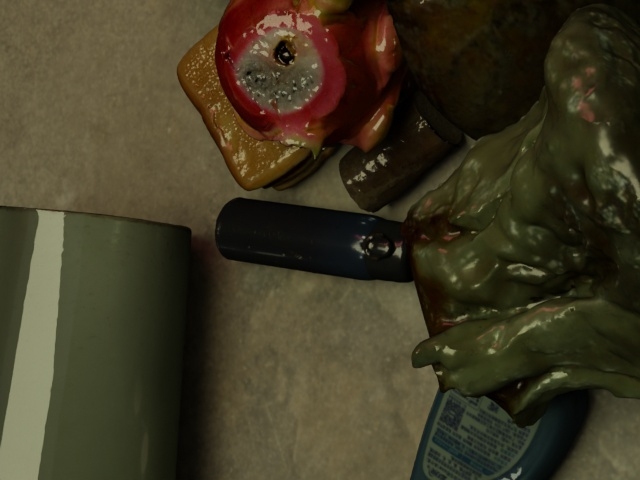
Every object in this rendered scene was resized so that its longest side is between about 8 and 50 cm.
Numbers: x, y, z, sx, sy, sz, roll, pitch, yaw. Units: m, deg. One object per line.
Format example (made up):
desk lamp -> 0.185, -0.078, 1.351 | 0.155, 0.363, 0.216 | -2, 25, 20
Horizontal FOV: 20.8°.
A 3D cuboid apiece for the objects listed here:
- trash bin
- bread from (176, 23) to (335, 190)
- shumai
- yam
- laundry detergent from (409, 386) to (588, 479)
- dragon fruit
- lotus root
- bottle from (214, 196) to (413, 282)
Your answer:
trash bin -> -0.285, 0.188, 1.947 | 0.280, 0.280, 0.432 | 4, 86, 33
bread -> -0.071, -0.152, 1.945 | 0.116, 0.077, 0.200 | -41, 65, 24
shumai -> 0.230, 0.013, 1.568 | 0.323, 0.324, 0.397 | -26, 115, 24
yam -> 0.083, -0.096, 1.841 | 0.127, 0.084, 0.084 | -38, 68, 25
laundry detergent -> 0.156, 0.246, 1.772 | 0.143, 0.094, 0.290 | 29, 106, 24
dragon fruit -> 0.002, -0.194, 1.789 | 0.224, 0.227, 0.224 | 9, 118, 17
lotus root -> 0.207, -0.199, 1.655 | 0.142, 0.314, 0.210 | 0, 69, 43
bottle -> 0.000, 0.000, 1.887 | 0.244, 0.082, 0.072 | 8, 85, 32
